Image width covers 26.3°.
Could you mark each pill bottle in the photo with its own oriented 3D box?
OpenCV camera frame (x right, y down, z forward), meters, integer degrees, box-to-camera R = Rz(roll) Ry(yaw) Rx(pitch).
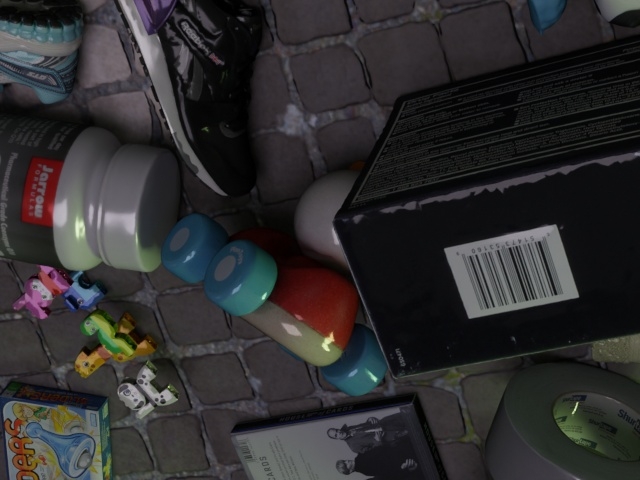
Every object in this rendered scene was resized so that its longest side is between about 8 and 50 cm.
[{"bbox_3d":[-0.309,-0.055,1.503,0.283,0.161,0.161,9,118,12],"label":"pill bottle"}]

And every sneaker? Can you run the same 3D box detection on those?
[{"bbox_3d":[-0.395,-0.209,1.484,0.282,0.110,0.122,11,122,11],"label":"sneaker"},{"bbox_3d":[-0.108,-0.180,1.419,0.124,0.107,0.283,-18,110,17],"label":"sneaker"}]

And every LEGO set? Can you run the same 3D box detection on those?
[{"bbox_3d":[-0.272,0.118,1.619,0.093,0.087,0.227,-39,100,13],"label":"LEGO set"}]

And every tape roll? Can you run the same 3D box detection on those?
[{"bbox_3d":[0.286,0.220,1.432,0.219,0.219,0.072,18,119,7],"label":"tape roll"}]

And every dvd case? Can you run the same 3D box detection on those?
[{"bbox_3d":[0.029,0.282,1.648,0.238,0.029,0.179,-12,112,22],"label":"dvd case"}]

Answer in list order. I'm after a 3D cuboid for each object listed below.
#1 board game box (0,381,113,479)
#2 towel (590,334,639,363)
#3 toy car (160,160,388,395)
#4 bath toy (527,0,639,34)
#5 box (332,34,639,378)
[{"bbox_3d":[-0.334,0.282,1.751,0.136,0.035,0.201,7,117,13],"label":"board game box"},{"bbox_3d":[0.338,0.069,1.453,0.110,0.027,0.148,5,117,15],"label":"towel"},{"bbox_3d":[0.000,0.000,1.454,0.219,0.210,0.238,38,85,-33],"label":"toy car"},{"bbox_3d":[0.355,-0.255,1.233,0.348,0.151,0.129,-2,153,15],"label":"bath toy"},{"bbox_3d":[0.205,-0.039,1.284,0.296,0.294,0.183,-12,114,22],"label":"box"}]
